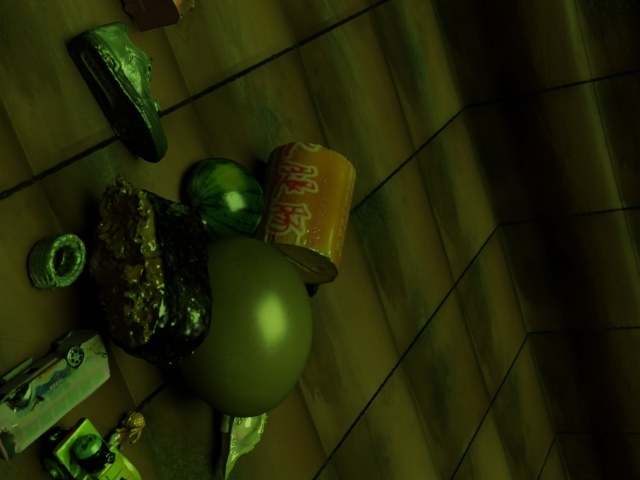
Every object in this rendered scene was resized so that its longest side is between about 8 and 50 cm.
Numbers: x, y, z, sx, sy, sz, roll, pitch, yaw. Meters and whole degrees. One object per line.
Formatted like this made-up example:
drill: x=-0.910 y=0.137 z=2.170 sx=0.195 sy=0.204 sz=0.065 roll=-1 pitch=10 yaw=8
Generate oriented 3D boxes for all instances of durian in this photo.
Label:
durian: x=-0.190 y=0.421 z=1.915 sx=0.224 sy=0.078 sz=0.140 roll=-68 pitch=150 yaw=-22

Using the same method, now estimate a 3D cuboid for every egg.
egg: x=-0.164 y=0.177 z=1.786 sx=0.301 sy=0.301 sz=0.374 roll=-9 pitch=84 yaw=-57

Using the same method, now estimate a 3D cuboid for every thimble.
thimble: x=-0.477 y=0.040 z=1.558 sx=0.084 sy=0.062 sz=0.110 roll=49 pitch=46 yaw=-42

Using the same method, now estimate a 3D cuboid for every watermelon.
watermelon: x=-0.197 y=-0.093 z=1.956 sx=0.232 sy=0.127 sz=0.204 roll=19 pitch=61 yaw=-58

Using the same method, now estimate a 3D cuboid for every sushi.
sushi: x=-0.337 y=0.072 z=1.622 sx=0.207 sy=0.234 sz=0.348 roll=29 pitch=37 yaw=-47

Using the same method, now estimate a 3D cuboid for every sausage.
sausage: x=-0.043 y=-0.066 z=2.093 sx=0.233 sy=0.233 sz=0.287 roll=42 pitch=50 yaw=-45

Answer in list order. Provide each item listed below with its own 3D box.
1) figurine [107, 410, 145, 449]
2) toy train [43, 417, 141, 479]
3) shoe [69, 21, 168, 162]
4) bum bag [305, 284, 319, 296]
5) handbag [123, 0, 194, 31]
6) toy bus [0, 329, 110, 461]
figurine: x=-0.380 y=0.377 z=1.660 sx=0.109 sy=0.047 sz=0.064 roll=-48 pitch=152 yaw=-42
toy train: x=-0.378 y=0.445 z=1.544 sx=0.100 sy=0.160 sz=0.296 roll=-52 pitch=126 yaw=-40
shoe: x=-0.371 y=-0.311 z=1.743 sx=0.149 sy=0.109 sz=0.293 roll=-52 pitch=122 yaw=-41
bum bag: x=0.000 y=0.000 z=2.263 sx=0.137 sy=0.074 sz=0.310 roll=94 pitch=3 yaw=-68
handbag: x=-0.367 y=-0.539 z=1.757 sx=0.059 sy=0.157 sz=0.212 roll=-55 pitch=128 yaw=-36
toy bus: x=-0.482 y=0.259 z=1.485 sx=0.274 sy=0.090 sz=0.112 roll=-41 pitch=124 yaw=-51
